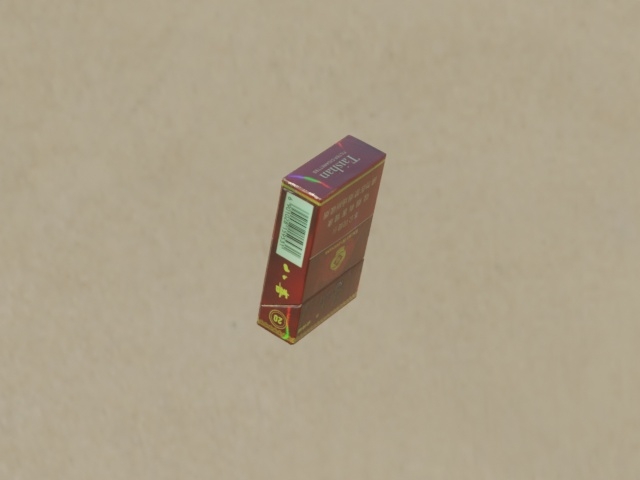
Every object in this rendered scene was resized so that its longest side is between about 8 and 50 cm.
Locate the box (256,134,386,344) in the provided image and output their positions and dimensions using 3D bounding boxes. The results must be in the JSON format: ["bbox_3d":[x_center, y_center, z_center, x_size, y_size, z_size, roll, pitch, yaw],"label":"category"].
[{"bbox_3d":[0.000,0.000,0.827,0.023,0.082,0.051,30,39,24],"label":"box"}]
